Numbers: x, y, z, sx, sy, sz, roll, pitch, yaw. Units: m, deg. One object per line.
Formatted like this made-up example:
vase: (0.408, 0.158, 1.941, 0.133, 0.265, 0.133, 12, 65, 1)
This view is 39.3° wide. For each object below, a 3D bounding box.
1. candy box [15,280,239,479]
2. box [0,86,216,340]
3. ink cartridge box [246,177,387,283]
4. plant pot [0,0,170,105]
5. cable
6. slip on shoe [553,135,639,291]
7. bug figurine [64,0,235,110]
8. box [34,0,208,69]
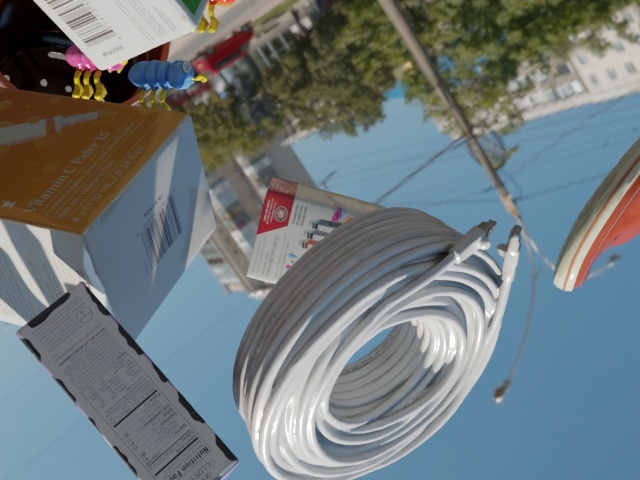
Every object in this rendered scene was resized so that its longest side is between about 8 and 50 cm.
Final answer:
candy box: (-0.160, 0.144, 0.775, 0.070, 0.196, 0.165, -41, 173, -16)
box: (-0.327, -0.040, 1.002, 0.345, 0.168, 0.215, 10, -136, 20)
ink cartridge box: (0.000, 0.000, 1.256, 0.127, 0.176, 0.128, -88, -168, -79)
plant pot: (-0.396, -0.268, 1.377, 0.272, 0.272, 0.265, -40, -176, -27)
cable: (0.043, 0.094, 0.769, 0.257, 0.257, 0.089, -22, -134, -23)
slip on shoe: (0.376, -0.064, 0.987, 0.331, 0.101, 0.123, -53, 173, 19)
bug figurine: (-0.219, -0.272, 1.179, 0.216, 0.072, 0.279, 1, -134, 18)
box: (-0.141, -0.196, 0.636, 0.102, 0.101, 0.087, -13, -135, 32)
